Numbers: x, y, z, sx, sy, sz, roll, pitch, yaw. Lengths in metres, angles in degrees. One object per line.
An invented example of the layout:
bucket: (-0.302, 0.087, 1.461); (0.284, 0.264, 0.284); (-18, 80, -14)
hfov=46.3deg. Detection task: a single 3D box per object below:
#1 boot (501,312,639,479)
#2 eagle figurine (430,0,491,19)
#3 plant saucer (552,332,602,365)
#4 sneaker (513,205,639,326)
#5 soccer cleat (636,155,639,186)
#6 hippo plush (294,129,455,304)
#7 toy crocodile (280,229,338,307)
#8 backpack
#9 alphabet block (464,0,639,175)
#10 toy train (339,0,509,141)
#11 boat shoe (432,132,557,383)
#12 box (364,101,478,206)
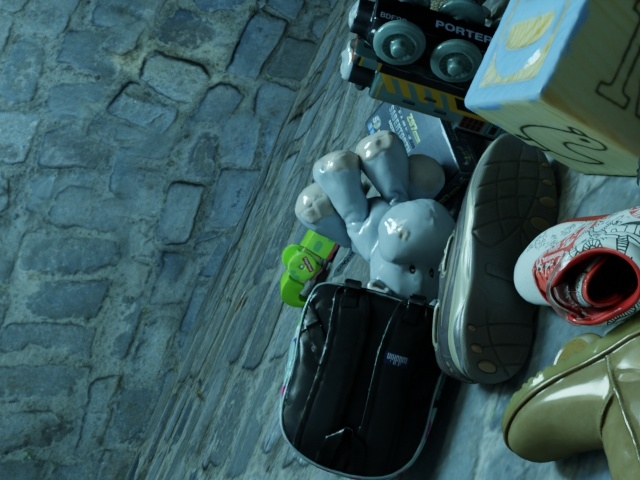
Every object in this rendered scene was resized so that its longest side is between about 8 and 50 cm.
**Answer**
boot: (0.262, 0.214, 0.639); (0.236, 0.089, 0.270); (-54, 21, 34)
eagle figurine: (0.277, -0.465, 1.407); (0.298, 0.226, 0.225); (-61, -4, 29)
plant saucer: (0.279, 0.137, 0.819); (0.083, 0.015, 0.083); (-55, 19, 29)
sneaker: (0.263, 0.035, 0.781); (0.145, 0.090, 0.270); (-28, -1, -31)
soccer cleat: (0.422, -0.156, 0.693); (0.318, 0.116, 0.109); (-52, -28, -9)
hippo plush: (0.088, -0.002, 1.166); (0.237, 0.234, 0.294); (-108, 31, -56)
toy crocodile: (0.000, 0.000, 1.755); (0.341, 0.105, 0.115); (-59, 16, 3)
backpack: (0.055, 0.205, 1.057); (0.191, 0.225, 0.254); (95, -171, -71)
alphabet block: (0.320, -0.201, 0.867); (0.194, 0.197, 0.192); (-64, 16, 1)
toy train: (0.193, -0.268, 1.160); (0.190, 0.333, 0.142); (113, 170, -54)
boat shoe: (0.213, 0.018, 0.996); (0.130, 0.132, 0.356); (-32, 35, 61)
box: (0.176, -0.168, 1.333); (0.183, 0.059, 0.233); (-44, 55, 48)
